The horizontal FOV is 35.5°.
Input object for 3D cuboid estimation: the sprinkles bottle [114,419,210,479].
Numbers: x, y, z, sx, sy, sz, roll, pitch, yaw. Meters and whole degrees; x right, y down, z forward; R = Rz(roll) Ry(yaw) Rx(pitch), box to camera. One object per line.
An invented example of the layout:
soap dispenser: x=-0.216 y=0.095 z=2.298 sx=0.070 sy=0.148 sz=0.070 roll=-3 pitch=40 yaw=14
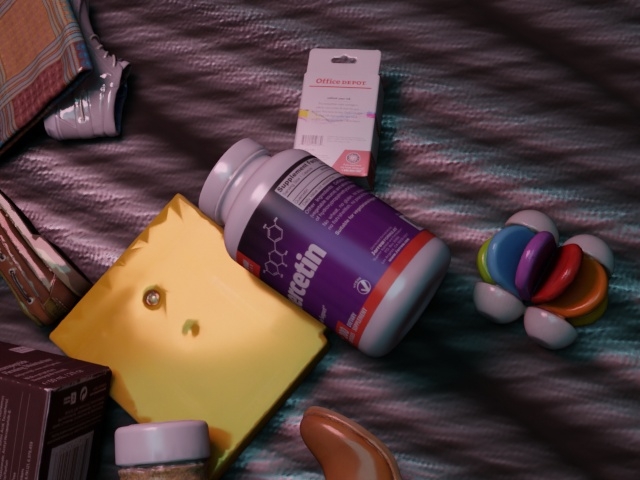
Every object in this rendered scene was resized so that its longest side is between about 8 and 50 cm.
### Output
sprinkles bottle: x=-0.191 y=0.409 z=1.259 sx=0.121 sy=0.121 sz=0.355 roll=-6 pitch=79 yaw=9

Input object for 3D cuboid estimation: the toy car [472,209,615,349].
toy car: x=0.290 y=0.042 z=1.303 sx=0.182 sy=0.136 sz=0.159 roll=27 pitch=79 yaw=18

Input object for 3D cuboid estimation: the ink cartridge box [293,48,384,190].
ink cartridge box: x=0.030 y=-0.178 z=1.464 sx=0.115 sy=0.067 sz=0.198 roll=5 pitch=74 yaw=13

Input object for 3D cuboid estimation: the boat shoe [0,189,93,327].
boat shoe: x=-0.475 y=-0.002 z=1.480 sx=0.104 sy=0.111 sz=0.307 roll=-45 pitch=70 yaw=-7

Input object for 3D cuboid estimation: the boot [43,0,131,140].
boot: x=-0.355 y=-0.281 z=1.569 sx=0.123 sy=0.095 sz=0.258 roll=1 pitch=81 yaw=5

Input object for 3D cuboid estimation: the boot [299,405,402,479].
boot: x=0.019 y=0.365 z=1.240 sx=0.220 sy=0.109 sz=0.283 roll=-38 pitch=81 yaw=-26

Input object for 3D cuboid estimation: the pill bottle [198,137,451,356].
pill bottle: x=0.000 y=0.000 z=1.337 sx=0.323 sy=0.181 sz=0.181 roll=34 pitch=81 yaw=14

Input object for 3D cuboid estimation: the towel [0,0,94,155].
towel: x=-0.498 y=-0.339 z=1.573 sx=0.271 sy=0.040 sz=0.370 roll=-35 pitch=64 yaw=26

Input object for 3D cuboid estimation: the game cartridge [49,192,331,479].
game cartridge: x=-0.178 y=0.134 z=1.415 sx=0.324 sy=0.052 sz=0.285 roll=39 pitch=83 yaw=17

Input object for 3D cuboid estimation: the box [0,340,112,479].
box: x=-0.416 y=0.240 z=1.334 sx=0.203 sy=0.168 sz=0.167 roll=11 pitch=96 yaw=14
